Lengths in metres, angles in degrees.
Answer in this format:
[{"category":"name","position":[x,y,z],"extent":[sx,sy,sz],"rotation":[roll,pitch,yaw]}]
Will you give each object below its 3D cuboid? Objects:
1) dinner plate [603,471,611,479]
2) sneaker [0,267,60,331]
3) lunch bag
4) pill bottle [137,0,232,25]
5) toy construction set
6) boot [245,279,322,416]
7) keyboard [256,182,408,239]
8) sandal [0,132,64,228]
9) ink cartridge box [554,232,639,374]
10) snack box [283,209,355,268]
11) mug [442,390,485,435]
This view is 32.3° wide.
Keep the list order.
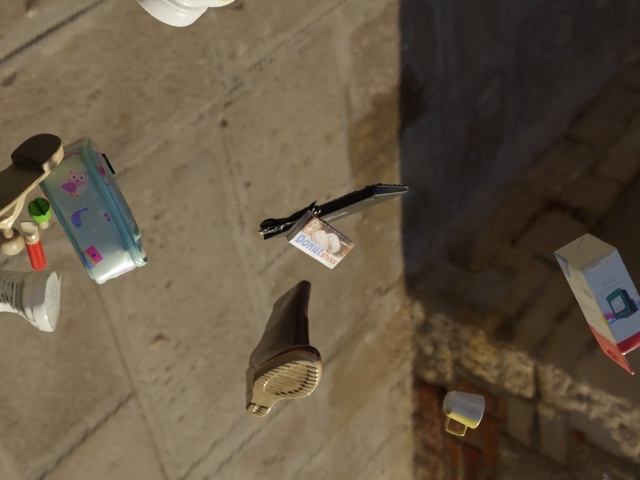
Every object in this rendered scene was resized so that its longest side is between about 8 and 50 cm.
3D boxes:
[{"category":"dinner plate","position":[0.313,0.317,1.171],"extent":[0.141,0.017,0.141],"rotation":[-6,90,-71]},{"category":"sneaker","position":[-0.537,0.097,1.903],"extent":[0.292,0.169,0.108],"rotation":[170,-76,-78]},{"category":"lunch bag","position":[-0.366,-0.048,1.797],"extent":[0.108,0.279,0.224],"rotation":[-28,104,-5]},{"category":"pill bottle","position":[-0.151,-0.482,1.693],"extent":[0.334,0.188,0.188],"rotation":[-36,168,38]},{"category":"toy construction set","position":[-0.557,-0.081,1.658],"extent":[0.237,0.309,0.257],"rotation":[103,9,-61]},{"category":"boot","position":[-0.050,0.147,1.714],"extent":[0.248,0.090,0.207],"rotation":[-46,-154,56]},{"category":"keyboard","position":[0.001,-0.056,2.174],"extent":[0.201,0.317,0.033],"rotation":[-9,81,-48]},{"category":"sandal","position":[-0.446,-0.054,1.572],"extent":[0.240,0.088,0.079],"rotation":[-50,149,-38]},{"category":"ink cartridge box","position":[0.522,0.113,1.995],"extent":[0.078,0.134,0.231],"rotation":[-30,106,-2]},{"category":"snack box","position":[0.000,0.000,1.992],"extent":[0.064,0.022,0.178],"rotation":[-45,150,7]},{"category":"mug","position":[0.258,0.311,2.019],"extent":[0.062,0.064,0.078],"rotation":[127,-20,-66]}]
